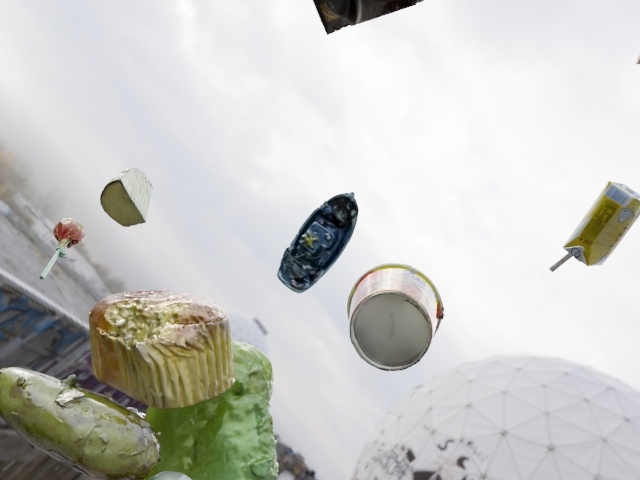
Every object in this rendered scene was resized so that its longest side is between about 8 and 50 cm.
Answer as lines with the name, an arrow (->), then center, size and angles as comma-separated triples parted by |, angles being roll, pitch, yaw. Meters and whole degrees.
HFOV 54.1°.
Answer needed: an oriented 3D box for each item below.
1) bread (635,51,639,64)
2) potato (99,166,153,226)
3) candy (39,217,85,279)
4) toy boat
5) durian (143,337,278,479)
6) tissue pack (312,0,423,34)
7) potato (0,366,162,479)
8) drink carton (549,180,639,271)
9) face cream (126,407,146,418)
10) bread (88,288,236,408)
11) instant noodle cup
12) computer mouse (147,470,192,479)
bread -> 0.438, -0.251, 0.774 | 0.062, 0.049, 0.103 | 31, -22, 22
potato -> -0.460, -0.122, 1.463 | 0.149, 0.081, 0.120 | 73, 11, -49
candy -> -0.500, 0.018, 1.197 | 0.060, 0.060, 0.201 | 59, 12, -28
toy boat -> 0.000, 0.000, 0.751 | 0.060, 0.137, 0.061 | 38, -5, 10
durian -> -0.193, 0.339, 1.093 | 0.204, 0.255, 0.340 | 42, 43, -72
tissue pack -> 0.056, -0.529, 0.919 | 0.210, 0.198, 0.370 | 1, -55, 47
potato -> -0.294, 0.218, 0.749 | 0.225, 0.090, 0.117 | 27, -31, 0
drink carton -> 0.492, -0.007, 1.123 | 0.084, 0.200, 0.074 | -2, 36, -46
face cream -> -0.408, 0.539, 1.489 | 0.105, 0.105, 0.349 | 34, -39, 53
bread -> -0.237, 0.145, 0.922 | 0.250, 0.179, 0.133 | 12, -75, 53
instant noodle cup -> 0.149, 0.163, 1.294 | 0.213, 0.213, 0.174 | 52, 12, -1
computer mouse -> -0.214, 0.354, 0.726 | 0.089, 0.182, 0.056 | 43, -11, 9
